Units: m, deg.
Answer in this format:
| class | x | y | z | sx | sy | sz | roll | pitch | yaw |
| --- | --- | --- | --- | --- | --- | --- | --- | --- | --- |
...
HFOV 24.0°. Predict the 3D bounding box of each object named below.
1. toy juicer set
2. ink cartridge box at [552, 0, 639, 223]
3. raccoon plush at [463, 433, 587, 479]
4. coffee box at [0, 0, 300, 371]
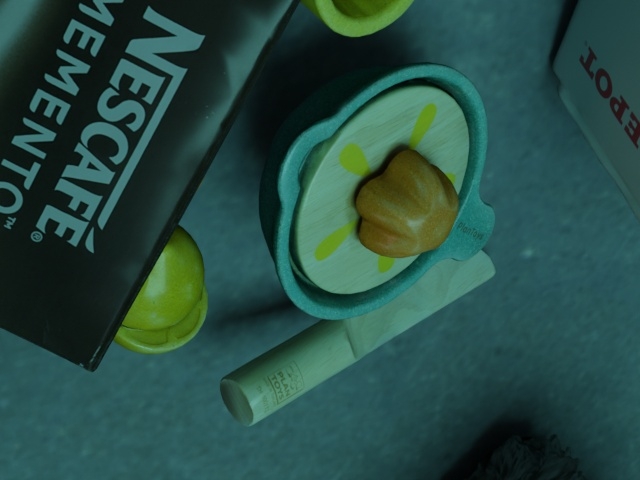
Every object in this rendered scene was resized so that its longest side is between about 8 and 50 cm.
| class | x | y | z | sx | sy | sz | roll | pitch | yaw |
| --- | --- | --- | --- | --- | --- | --- | --- | --- | --- |
| toy juicer set | 0.000 | 0.000 | 0.710 | 0.209 | 0.089 | 0.329 | -43 | 142 | -15 |
| ink cartridge box | 0.243 | -0.120 | 0.660 | 0.129 | 0.223 | 0.307 | -9 | 142 | -22 |
| raccoon plush | 0.221 | 0.305 | 0.893 | 0.299 | 0.446 | 0.216 | 34 | 92 | -26 |
| coffee box | -0.164 | -0.107 | 0.503 | 0.297 | 0.119 | 0.168 | 27 | 111 | -9 |
